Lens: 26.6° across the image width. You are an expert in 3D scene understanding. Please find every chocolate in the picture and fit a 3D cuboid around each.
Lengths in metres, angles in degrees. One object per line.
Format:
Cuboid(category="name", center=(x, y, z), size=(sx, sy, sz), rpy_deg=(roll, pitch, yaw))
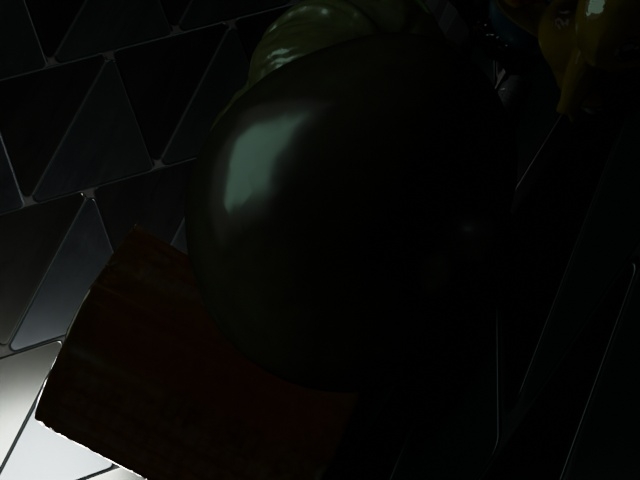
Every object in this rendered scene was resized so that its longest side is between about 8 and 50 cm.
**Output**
Cuboid(category="chocolate", center=(0.176, -0.257, 1.348), size=(0.156, 0.133, 0.156), rpy_deg=(-60, 6, 10))

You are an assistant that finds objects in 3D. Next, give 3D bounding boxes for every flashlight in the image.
Cuboid(category="flashlight", center=(0.167, -0.111, 1.269), size=(0.110, 0.052, 0.031), rpy_deg=(-60, -33, -31))

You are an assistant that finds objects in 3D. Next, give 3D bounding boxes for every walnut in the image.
Cuboid(category="walnut", center=(0.027, -0.119, 1.443), size=(0.277, 0.253, 0.282), rpy_deg=(-55, 9, 48))

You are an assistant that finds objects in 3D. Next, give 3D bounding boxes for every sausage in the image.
Cuboid(category="sausage", center=(-0.118, 0.150, 1.392), size=(0.233, 0.287, 0.233), rpy_deg=(-62, 1, 1))

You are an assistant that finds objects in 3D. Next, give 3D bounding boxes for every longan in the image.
Cuboid(category="longan", center=(0.034, -0.023, 1.080), size=(0.243, 0.300, 0.300), rpy_deg=(9, -66, -52))

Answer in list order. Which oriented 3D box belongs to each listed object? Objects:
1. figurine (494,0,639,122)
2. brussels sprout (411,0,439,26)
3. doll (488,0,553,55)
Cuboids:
Cuboid(category="figurine", center=(0.173, -0.150, 0.897), size=(0.121, 0.122, 0.176), rpy_deg=(-61, 4, 0))
Cuboid(category="brussels sprout", center=(0.059, -0.228, 1.877), size=(0.259, 0.227, 0.295), rpy_deg=(57, -129, -79))
Cuboid(category="doll", center=(0.203, -0.216, 1.179), size=(0.114, 0.085, 0.152), rpy_deg=(-50, 7, -36))
